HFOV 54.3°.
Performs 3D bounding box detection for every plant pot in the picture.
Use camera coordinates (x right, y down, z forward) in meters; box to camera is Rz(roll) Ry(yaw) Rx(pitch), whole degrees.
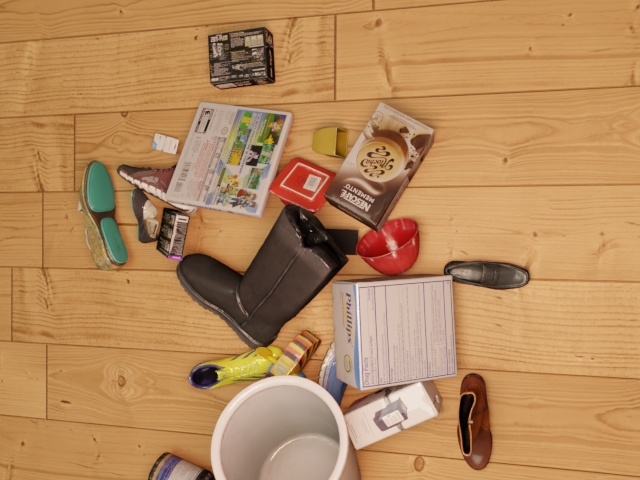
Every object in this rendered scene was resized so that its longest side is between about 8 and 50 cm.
[{"bbox_3d":[0.023,-0.276,1.765,0.083,0.081,0.081,5,92,25],"label":"plant pot"}]

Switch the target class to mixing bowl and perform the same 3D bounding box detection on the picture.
[{"bbox_3d":[0.197,0.029,1.688,0.181,0.181,0.098,-23,114,14],"label":"mixing bowl"}]

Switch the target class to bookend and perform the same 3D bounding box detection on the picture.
[{"bbox_3d":[0.000,0.000,1.765,0.157,0.156,0.073,2,92,-29],"label":"bookend"}]

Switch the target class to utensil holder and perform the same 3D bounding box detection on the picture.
[{"bbox_3d":[-0.063,0.570,1.586,0.327,0.386,0.328,-6,54,9],"label":"utensil holder"}]

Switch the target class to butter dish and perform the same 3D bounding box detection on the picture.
[{"bbox_3d":[-0.046,-0.133,1.770,0.159,0.118,0.160,25,55,14],"label":"butter dish"}]

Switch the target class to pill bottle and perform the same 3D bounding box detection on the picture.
[{"bbox_3d":[-0.395,0.730,1.861,0.219,0.123,0.123,19,95,14],"label":"pill bottle"}]

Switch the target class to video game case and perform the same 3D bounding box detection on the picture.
[{"bbox_3d":[-0.261,-0.239,1.799,0.299,0.036,0.329,10,71,17],"label":"video game case"}]

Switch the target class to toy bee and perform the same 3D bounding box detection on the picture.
[{"bbox_3d":[-0.105,0.386,1.709,0.195,0.162,0.299,10,83,19],"label":"toy bee"}]

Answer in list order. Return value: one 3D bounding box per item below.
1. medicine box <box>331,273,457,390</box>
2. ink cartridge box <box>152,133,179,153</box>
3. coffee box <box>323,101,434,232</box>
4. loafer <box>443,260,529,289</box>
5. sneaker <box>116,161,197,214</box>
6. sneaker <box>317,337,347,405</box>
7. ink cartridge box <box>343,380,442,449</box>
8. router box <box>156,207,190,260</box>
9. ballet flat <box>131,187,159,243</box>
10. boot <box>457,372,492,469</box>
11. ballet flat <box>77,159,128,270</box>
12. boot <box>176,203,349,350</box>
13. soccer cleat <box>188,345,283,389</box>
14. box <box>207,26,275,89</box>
[{"bbox_3d":[0.191,0.227,1.616,0.289,0.149,0.264,-3,90,-22],"label":"medicine box"},{"bbox_3d":[-0.471,-0.295,1.920,0.083,0.028,0.048,17,95,14],"label":"ink cartridge box"},{"bbox_3d":[0.159,-0.193,1.679,0.168,0.119,0.297,30,86,13],"label":"coffee box"},{"bbox_3d":[0.439,0.093,1.655,0.223,0.078,0.076,5,92,15],"label":"loafer"},{"bbox_3d":[-0.466,-0.204,1.896,0.281,0.106,0.163,28,87,8],"label":"sneaker"},{"bbox_3d":[0.098,0.319,1.723,0.147,0.129,0.330,23,96,16],"label":"sneaker"},{"bbox_3d":[0.195,0.449,1.675,0.237,0.172,0.100,-27,84,13],"label":"ink cartridge box"},{"bbox_3d":[-0.438,-0.022,1.847,0.046,0.179,0.133,10,94,-26],"label":"router box"},{"bbox_3d":[-0.521,-0.071,1.880,0.074,0.074,0.203,18,133,14],"label":"ballet flat"},{"bbox_3d":[0.389,0.484,1.567,0.096,0.280,0.264,5,92,15],"label":"boot"},{"bbox_3d":[-0.695,-0.072,1.945,0.123,0.123,0.349,-17,86,14],"label":"ballet flat"},{"bbox_3d":[-0.174,0.061,1.680,0.367,0.146,0.445,40,135,1],"label":"boot"},{"bbox_3d":[-0.246,0.377,1.815,0.289,0.121,0.094,-15,85,9],"label":"soccer cleat"},{"bbox_3d":[-0.231,-0.531,1.829,0.180,0.077,0.148,-4,90,15],"label":"box"}]
